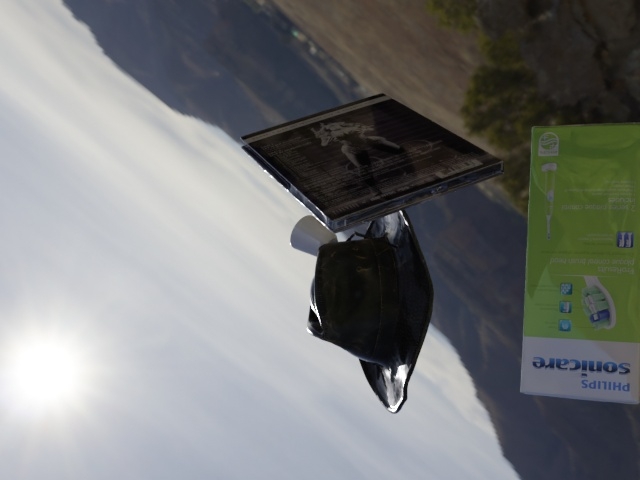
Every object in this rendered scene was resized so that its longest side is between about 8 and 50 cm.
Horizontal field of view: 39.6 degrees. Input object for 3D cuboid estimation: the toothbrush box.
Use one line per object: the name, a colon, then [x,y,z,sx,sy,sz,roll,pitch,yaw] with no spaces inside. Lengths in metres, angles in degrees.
toothbrush box: [0.301,0.033,0.982,0.122,0.283,0.206,2,172,23]

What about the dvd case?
dvd case: [0.038,-0.079,0.825,0.221,0.165,0.018,45,150,55]

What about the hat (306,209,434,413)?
hat: [0.047,0.085,1.299,0.134,0.331,0.331,4,-165,-14]

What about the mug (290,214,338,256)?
mug: [-0.001,-0.003,1.456,0.064,0.062,0.078,29,-150,33]
